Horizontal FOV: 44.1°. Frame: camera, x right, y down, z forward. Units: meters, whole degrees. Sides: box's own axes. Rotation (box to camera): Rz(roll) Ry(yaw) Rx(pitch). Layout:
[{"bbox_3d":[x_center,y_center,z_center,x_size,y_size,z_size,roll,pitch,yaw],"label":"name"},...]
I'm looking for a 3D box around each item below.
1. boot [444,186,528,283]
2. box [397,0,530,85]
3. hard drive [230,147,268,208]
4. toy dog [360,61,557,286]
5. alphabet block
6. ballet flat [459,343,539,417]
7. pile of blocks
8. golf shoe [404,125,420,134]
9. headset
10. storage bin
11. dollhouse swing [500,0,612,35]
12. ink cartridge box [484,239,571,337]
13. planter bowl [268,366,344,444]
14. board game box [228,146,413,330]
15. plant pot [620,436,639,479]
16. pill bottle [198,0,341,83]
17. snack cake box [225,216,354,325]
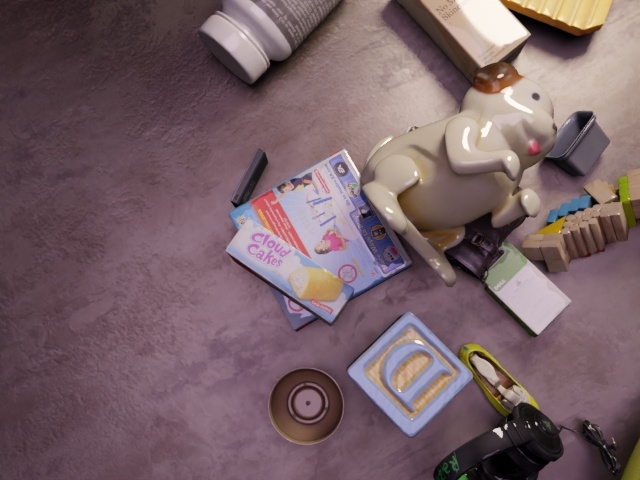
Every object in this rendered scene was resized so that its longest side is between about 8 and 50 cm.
[{"bbox_3d":[0.324,-0.059,1.754,0.263,0.091,0.229,41,84,23],"label":"boot"},{"bbox_3d":[0.321,-0.524,1.827,0.148,0.121,0.311,-41,83,-3],"label":"box"},{"bbox_3d":[-0.161,-0.138,1.801,0.022,0.094,0.135,27,84,5],"label":"hard drive"},{"bbox_3d":[0.307,-0.165,1.635,0.408,0.395,0.284,-40,120,8],"label":"toy dog"},{"bbox_3d":[0.183,0.282,1.681,0.192,0.197,0.193,-42,83,-5],"label":"alphabet block"},{"bbox_3d":[0.393,0.319,1.728,0.077,0.077,0.231,-42,83,-5],"label":"ballet flat"},{"bbox_3d":[0.625,-0.040,1.772,0.362,0.149,0.112,-26,125,7],"label":"pile of blocks"},{"bbox_3d":[0.243,-0.233,1.812,0.198,0.077,0.093,-21,82,-2],"label":"golf shoe"},{"bbox_3d":[0.428,0.456,1.628,0.395,0.243,0.185,-12,54,-24],"label":"headset"},{"bbox_3d":[0.585,-0.214,1.798,0.091,0.098,0.135,41,84,-21],"label":"storage bin"},{"bbox_3d":[0.570,-0.699,1.759,0.347,0.315,0.304,25,56,5],"label":"dollhouse swing"},{"bbox_3d":[0.442,0.103,1.763,0.109,0.062,0.209,-44,79,-4],"label":"ink cartridge box"},{"bbox_3d":[-0.029,0.356,1.720,0.162,0.109,0.161,0,82,1],"label":"planter bowl"},{"bbox_3d":[0.000,0.000,1.782,0.302,0.086,0.308,-29,82,-2],"label":"board game box"},{"bbox_3d":[0.774,0.449,1.624,0.275,0.274,0.293,22,68,5],"label":"plant pot"},{"bbox_3d":[-0.095,-0.544,1.802,0.204,0.204,0.361,42,85,7],"label":"pill bottle"},{"bbox_3d":[-0.061,0.070,1.653,0.264,0.152,0.089,34,84,5],"label":"snack cake box"}]
